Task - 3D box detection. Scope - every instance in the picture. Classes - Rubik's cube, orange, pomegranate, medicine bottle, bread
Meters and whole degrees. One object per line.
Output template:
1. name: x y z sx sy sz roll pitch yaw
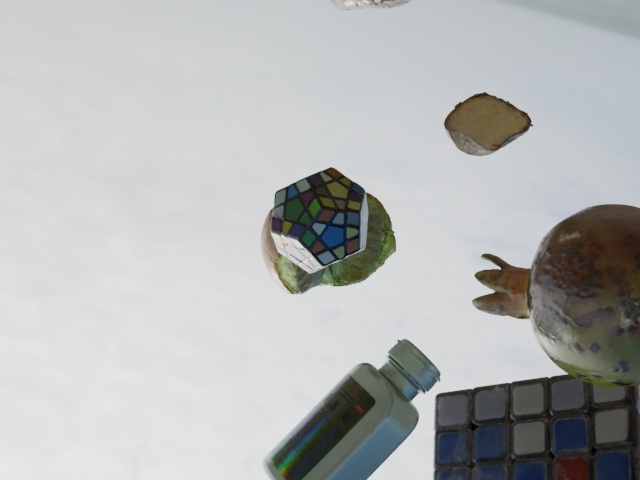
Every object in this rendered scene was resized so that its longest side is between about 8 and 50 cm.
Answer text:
1. Rubik's cube: 0.333 0.367 1.547 0.286 0.293 0.292 -12 144 26
2. orange: -0.001 -0.003 1.946 0.237 0.179 0.158 -16 -150 -31
3. pomegranate: 0.295 0.048 1.237 0.198 0.198 0.246 3 -163 -41
4. Rubik's cube: 0.000 -0.025 1.403 0.133 0.133 0.112 10 -164 -21
5. medicine bottle: 0.041 0.216 1.330 0.083 0.229 0.121 48 174 -26
6. bread: 0.277 -0.188 1.907 0.129 0.044 0.126 -33 -130 -30

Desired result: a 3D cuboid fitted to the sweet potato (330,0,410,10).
1. sweet potato: 0.112 -0.376 1.587 0.095 0.106 0.354 -46 -148 -23
